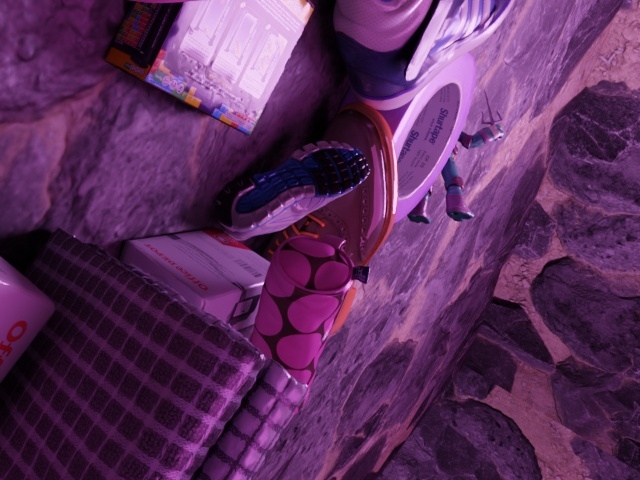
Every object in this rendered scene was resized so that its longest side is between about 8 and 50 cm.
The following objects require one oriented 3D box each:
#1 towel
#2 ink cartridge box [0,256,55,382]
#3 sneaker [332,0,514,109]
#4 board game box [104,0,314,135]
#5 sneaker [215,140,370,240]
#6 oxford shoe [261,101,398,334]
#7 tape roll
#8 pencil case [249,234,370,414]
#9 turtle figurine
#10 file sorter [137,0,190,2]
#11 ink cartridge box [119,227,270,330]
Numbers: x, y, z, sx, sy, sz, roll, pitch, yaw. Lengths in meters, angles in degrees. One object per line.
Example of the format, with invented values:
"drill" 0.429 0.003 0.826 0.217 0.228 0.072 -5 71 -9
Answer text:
"towel" -0.180 0.128 0.494 0.121 0.284 0.235 42 75 -46
"ink cartridge box" -0.290 0.052 0.371 0.172 0.100 0.237 -55 158 -9
"sneaker" 0.138 -0.318 0.779 0.322 0.130 0.236 -48 160 -13
"board game box" -0.086 -0.181 0.586 0.141 0.048 0.170 -63 158 4
"sneaker" -0.032 -0.054 0.802 0.191 0.071 0.083 -22 161 -11
"oxford shoe" 0.000 0.000 0.886 0.133 0.130 0.363 -22 134 -50
"tape roll" 0.120 -0.162 0.998 0.275 0.090 0.274 -46 155 -29
"pencil case" -0.026 0.094 0.720 0.098 0.095 0.209 -65 177 -53
"turtle figurine" 0.213 -0.150 1.175 0.118 0.175 0.234 18 73 -32
"file sorter" -0.048 -0.281 0.309 0.202 0.182 0.290 -22 139 -37
"ink cartridge box" -0.123 0.044 0.707 0.150 0.109 0.063 -13 132 -61
